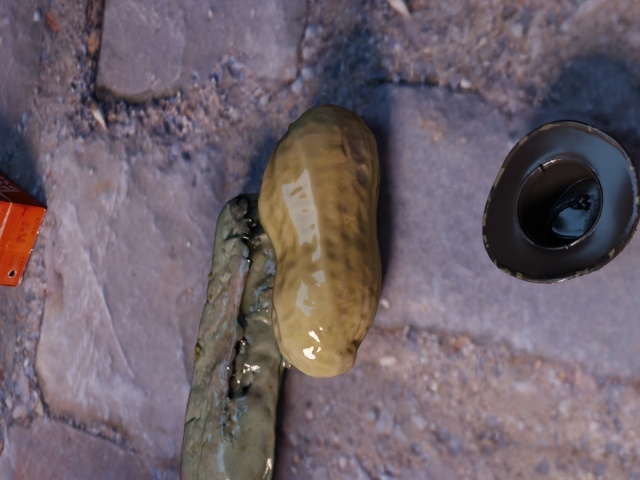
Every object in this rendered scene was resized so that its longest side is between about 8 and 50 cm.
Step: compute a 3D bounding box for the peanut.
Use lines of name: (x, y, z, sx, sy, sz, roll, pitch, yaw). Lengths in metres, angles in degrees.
peanut: (0.000, 0.000, 0.993, 0.099, 0.090, 0.214, -3, 81, 2)

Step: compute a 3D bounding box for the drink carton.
drink carton: (-0.394, -0.041, 1.378, 0.223, 0.071, 0.096, 33, 106, 40)

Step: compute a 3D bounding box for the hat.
hat: (0.168, -0.022, 0.870, 0.121, 0.050, 0.121, -7, 78, 36)

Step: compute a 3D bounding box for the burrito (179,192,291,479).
burrito: (-0.071, 0.111, 1.066, 0.096, 0.066, 0.309, 9, 91, 48)
